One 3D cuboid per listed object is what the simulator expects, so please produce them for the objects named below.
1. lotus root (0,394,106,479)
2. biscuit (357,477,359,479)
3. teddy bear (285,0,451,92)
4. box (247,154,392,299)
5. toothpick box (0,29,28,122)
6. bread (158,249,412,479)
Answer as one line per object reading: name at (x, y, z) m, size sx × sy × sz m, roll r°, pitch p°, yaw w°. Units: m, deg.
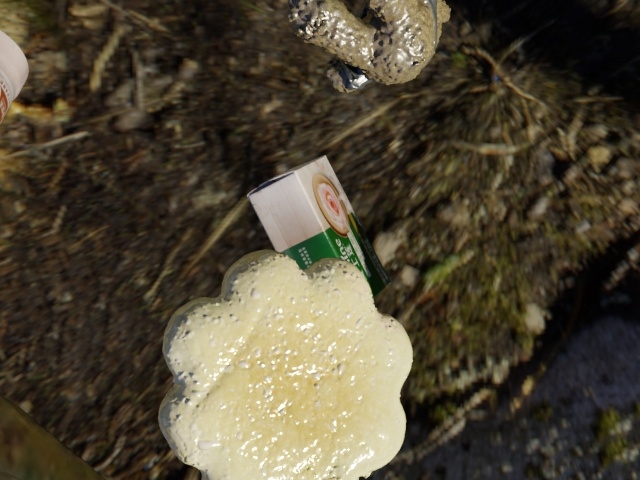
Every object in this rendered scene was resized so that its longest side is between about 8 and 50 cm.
lotus root at (-0.160, 0.181, 0.554) m, size 0.314 × 0.210 × 0.142 m, roll 42°, pitch 138°, yaw -15°
biscuit at (-0.016, 0.262, 1.594) m, size 0.152 × 0.020 × 0.152 m, roll 3°, pitch 84°, yaw -28°
teddy bear at (0.068, -0.224, 1.413) m, size 0.182 × 0.251 × 0.129 m, roll -39°, pitch 73°, yaw 20°
box at (0.000, 0.000, 1.710) m, size 0.081 × 0.135 × 0.199 m, roll -28°, pitch 93°, yaw 21°
toothpick box at (-0.345, -0.123, 1.249) m, size 0.098 × 0.098 × 0.149 m, roll 11°, pitch 54°, yaw 8°
bread at (-0.031, 0.162, 1.481) m, size 0.316 × 0.054 × 0.316 m, roll -1°, pitch 91°, yaw -21°
